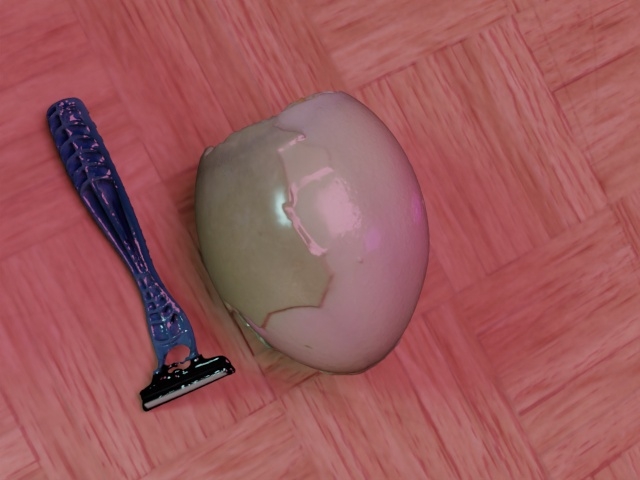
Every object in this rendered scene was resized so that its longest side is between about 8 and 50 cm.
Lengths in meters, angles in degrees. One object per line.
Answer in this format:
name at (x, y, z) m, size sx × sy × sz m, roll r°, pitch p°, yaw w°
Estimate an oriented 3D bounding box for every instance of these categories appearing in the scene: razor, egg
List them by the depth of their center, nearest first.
egg at (0.000, 0.000, 1.277) m, size 0.183 × 0.183 × 0.217 m, roll -26°, pitch 93°, yaw -29°
razor at (-0.153, 0.005, 1.280) m, size 0.082 × 0.042 × 0.253 m, roll -26°, pitch 88°, yaw 12°
